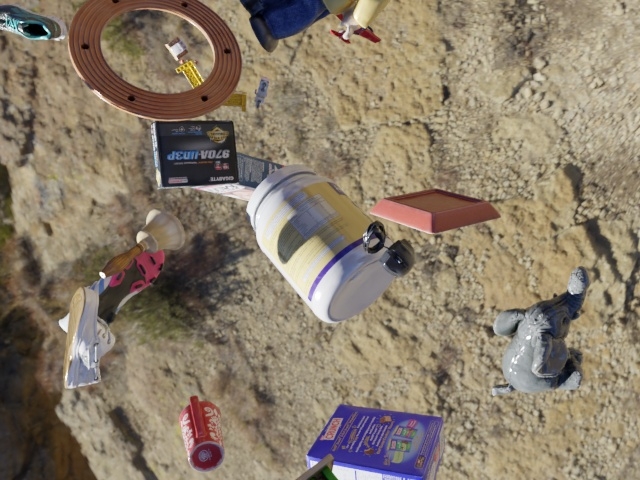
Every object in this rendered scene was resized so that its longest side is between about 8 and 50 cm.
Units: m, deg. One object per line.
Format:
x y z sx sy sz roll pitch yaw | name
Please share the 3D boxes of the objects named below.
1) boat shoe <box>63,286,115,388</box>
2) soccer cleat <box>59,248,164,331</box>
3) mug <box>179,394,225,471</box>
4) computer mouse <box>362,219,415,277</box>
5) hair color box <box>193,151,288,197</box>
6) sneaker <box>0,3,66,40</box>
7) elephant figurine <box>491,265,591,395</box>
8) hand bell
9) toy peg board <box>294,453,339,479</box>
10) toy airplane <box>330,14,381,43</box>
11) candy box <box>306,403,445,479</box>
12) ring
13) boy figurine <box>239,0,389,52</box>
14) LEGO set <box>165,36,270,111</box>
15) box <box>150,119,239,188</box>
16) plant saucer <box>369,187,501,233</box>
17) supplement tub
-0.493 0.208 1.317 0.277 0.096 0.098 -67 33 34 | boat shoe
-0.555 0.122 1.617 0.143 0.331 0.116 -1 129 36 | soccer cleat
-0.317 0.502 1.591 0.113 0.169 0.150 -39 115 -1 | mug
0.133 0.021 1.133 0.071 0.242 0.041 -47 62 4 | computer mouse
-0.247 -0.201 1.963 0.174 0.347 0.105 -5 80 44 | hair color box
-0.656 -0.480 1.350 0.166 0.076 0.065 8 118 -6 | sneaker
0.423 0.181 1.184 0.169 0.186 0.239 6 140 29 | elephant figurine
-0.467 0.024 1.546 0.126 0.242 0.126 15 124 23 | hand bell
-0.021 0.582 1.364 0.079 0.161 0.160 46 151 30 | toy peg board
0.081 -0.547 1.594 0.151 0.151 0.028 19 85 29 | toy airplane
0.157 0.581 1.674 0.317 0.268 0.122 3 109 22 | candy box
-0.323 -0.374 1.220 0.336 0.336 0.032 52 148 9 | ring
0.030 -0.354 0.767 0.285 0.092 0.177 -26 94 12 | boy figurine
-0.281 -0.429 1.621 0.287 0.107 0.132 23 114 -14 | LEGO set
-0.334 -0.231 1.633 0.051 0.220 0.175 -1 94 58 | box
0.310 -0.090 1.662 0.258 0.259 0.047 24 121 53 | plant saucer
0.000 0.000 1.429 0.331 0.241 0.241 48 129 29 | supplement tub
